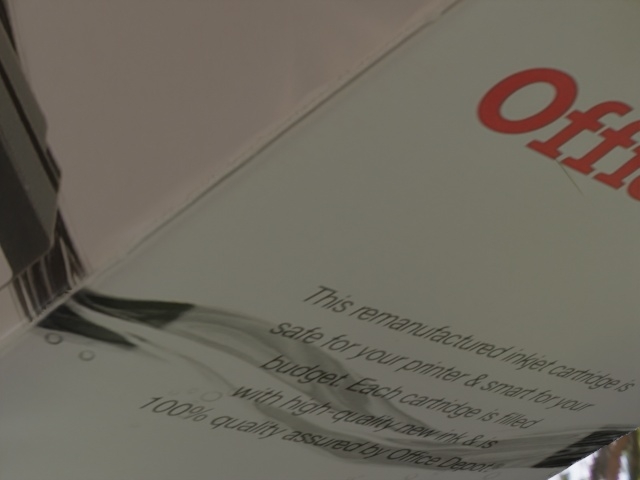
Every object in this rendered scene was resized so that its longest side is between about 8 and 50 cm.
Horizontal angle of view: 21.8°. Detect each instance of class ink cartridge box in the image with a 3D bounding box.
[{"bbox_3d":[-0.019,-0.001,0.569,0.395,0.285,0.166,-35,-122,28],"label":"ink cartridge box"}]
